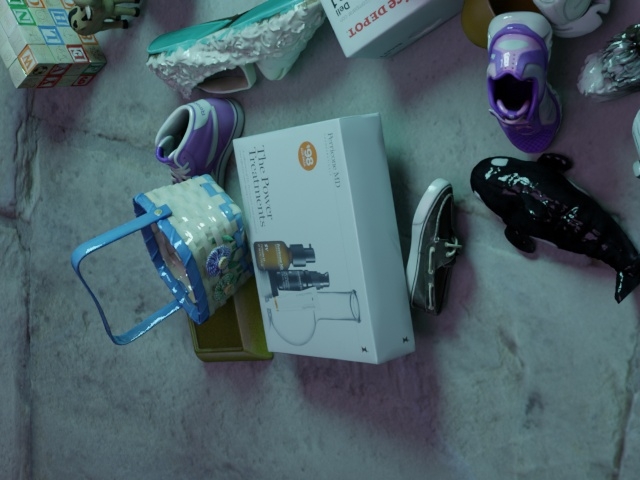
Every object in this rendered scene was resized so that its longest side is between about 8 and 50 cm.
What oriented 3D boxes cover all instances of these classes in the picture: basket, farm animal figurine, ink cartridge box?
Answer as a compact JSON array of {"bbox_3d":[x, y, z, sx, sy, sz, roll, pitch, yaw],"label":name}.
[{"bbox_3d":[-0.266,0.035,1.551,0.201,0.289,0.254,50,162,35],"label":"basket"},{"bbox_3d":[-0.369,-0.506,1.581,0.327,0.172,0.330,27,120,41],"label":"farm animal figurine"},{"bbox_3d":[0.085,-0.434,1.327,0.201,0.117,0.278,-28,83,38],"label":"ink cartridge box"}]

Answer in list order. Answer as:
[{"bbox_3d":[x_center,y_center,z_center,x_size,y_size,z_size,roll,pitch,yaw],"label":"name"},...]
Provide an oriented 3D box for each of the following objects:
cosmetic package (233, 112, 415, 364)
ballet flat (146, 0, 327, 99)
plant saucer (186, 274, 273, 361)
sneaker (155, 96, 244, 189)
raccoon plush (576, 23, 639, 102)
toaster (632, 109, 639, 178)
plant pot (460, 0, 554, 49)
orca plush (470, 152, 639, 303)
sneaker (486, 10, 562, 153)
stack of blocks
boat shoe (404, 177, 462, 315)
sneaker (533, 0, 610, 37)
[{"bbox_3d":[0.000,0.000,1.466,0.284,0.097,0.377,-4,98,49],"label":"cosmetic package"},{"bbox_3d":[-0.122,-0.326,1.522,0.409,0.147,0.146,-5,97,41],"label":"ballet flat"},{"bbox_3d":[-0.190,0.144,1.707,0.188,0.045,0.188,-8,96,38],"label":"plant saucer"},{"bbox_3d":[-0.249,-0.126,1.621,0.102,0.161,0.282,31,118,26],"label":"sneaker"},{"bbox_3d":[0.445,-0.373,1.028,0.447,0.216,0.299,-19,81,38],"label":"raccoon plush"},{"bbox_3d":[0.481,-0.129,1.057,0.227,0.146,0.129,-40,36,36],"label":"toaster"},{"bbox_3d":[0.247,-0.313,1.237,0.095,0.134,0.134,-24,85,58],"label":"plant pot"},{"bbox_3d":[0.313,-0.021,1.255,0.287,0.102,0.151,50,125,17],"label":"orca plush"},{"bbox_3d":[0.262,-0.184,1.192,0.095,0.236,0.104,1,57,21],"label":"sneaker"},{"bbox_3d":[-0.570,-0.450,1.783,0.087,0.171,0.297,-35,78,37],"label":"stack of blocks"},{"bbox_3d":[0.182,0.012,1.384,0.070,0.078,0.219,25,122,31],"label":"boat shoe"},{"bbox_3d":[0.317,-0.412,1.139,0.110,0.118,0.292,1,85,38],"label":"sneaker"}]
